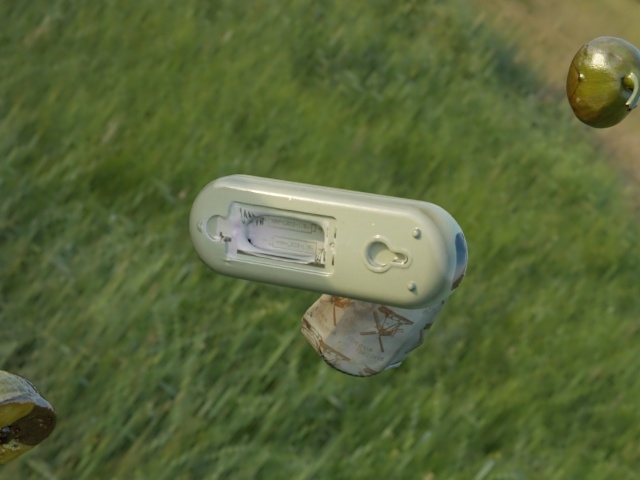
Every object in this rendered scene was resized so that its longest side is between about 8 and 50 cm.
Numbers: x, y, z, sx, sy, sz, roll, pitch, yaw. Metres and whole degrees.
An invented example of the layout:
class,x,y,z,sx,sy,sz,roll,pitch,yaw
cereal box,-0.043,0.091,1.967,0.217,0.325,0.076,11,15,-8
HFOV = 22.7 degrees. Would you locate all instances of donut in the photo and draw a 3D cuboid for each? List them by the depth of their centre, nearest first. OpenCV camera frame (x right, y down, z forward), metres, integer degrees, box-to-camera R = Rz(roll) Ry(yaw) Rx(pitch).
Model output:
class,x,y,z,sx,sy,sz,roll,pitch,yaw
donut,-0.414,0.220,1.951,0.184,0.166,0.073,16,37,-57

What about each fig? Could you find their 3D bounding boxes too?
class,x,y,z,sx,sy,sz,roll,pitch,yaw
fig,0.281,-0.152,1.522,0.082,0.084,0.098,53,-24,-23

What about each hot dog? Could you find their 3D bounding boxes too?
class,x,y,z,sx,sy,sz,roll,pitch,yaw
hot dog,0.059,0.053,1.467,0.108,0.191,0.059,24,40,-13

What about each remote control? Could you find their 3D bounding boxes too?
class,x,y,z,sx,sy,sz,roll,pitch,yaw
remote control,0.000,0.000,1.165,0.221,0.078,0.042,10,10,27
